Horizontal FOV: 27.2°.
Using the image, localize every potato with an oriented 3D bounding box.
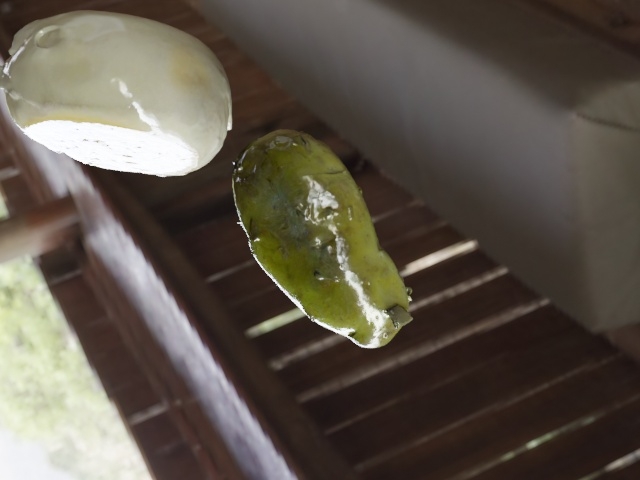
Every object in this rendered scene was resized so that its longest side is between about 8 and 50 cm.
[{"bbox_3d":[0.000,0.000,1.213,0.225,0.117,0.090,57,-155,1],"label":"potato"}]

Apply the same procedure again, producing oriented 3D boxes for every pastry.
[{"bbox_3d":[-0.220,-0.158,1.440,0.265,0.265,0.133,142,135,-72],"label":"pastry"}]
